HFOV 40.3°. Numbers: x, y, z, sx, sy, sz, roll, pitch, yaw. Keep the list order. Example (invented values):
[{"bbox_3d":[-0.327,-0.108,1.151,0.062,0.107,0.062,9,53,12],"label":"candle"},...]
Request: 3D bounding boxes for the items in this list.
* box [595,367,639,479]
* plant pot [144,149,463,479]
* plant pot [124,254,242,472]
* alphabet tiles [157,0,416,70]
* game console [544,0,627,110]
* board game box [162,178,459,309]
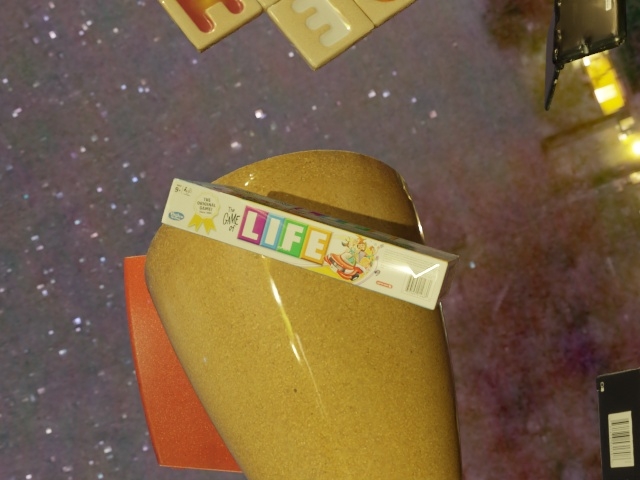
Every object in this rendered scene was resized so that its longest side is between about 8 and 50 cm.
[{"bbox_3d":[0.408,0.231,0.988,0.093,0.158,0.156,136,139,-67],"label":"box"},{"bbox_3d":[0.008,0.101,0.670,0.237,0.237,0.254,42,-159,-52],"label":"plant pot"},{"bbox_3d":[-0.060,0.154,1.027,0.267,0.267,0.236,26,-116,-57],"label":"plant pot"},{"bbox_3d":[-0.003,-0.205,0.458,0.198,0.237,0.009,52,166,8],"label":"alphabet tiles"},{"bbox_3d":[0.272,-0.211,0.904,0.071,0.107,0.122,44,-136,-39],"label":"game console"},{"bbox_3d":[0.000,0.000,0.502,0.103,0.154,0.026,-4,-69,-78],"label":"board game box"}]
